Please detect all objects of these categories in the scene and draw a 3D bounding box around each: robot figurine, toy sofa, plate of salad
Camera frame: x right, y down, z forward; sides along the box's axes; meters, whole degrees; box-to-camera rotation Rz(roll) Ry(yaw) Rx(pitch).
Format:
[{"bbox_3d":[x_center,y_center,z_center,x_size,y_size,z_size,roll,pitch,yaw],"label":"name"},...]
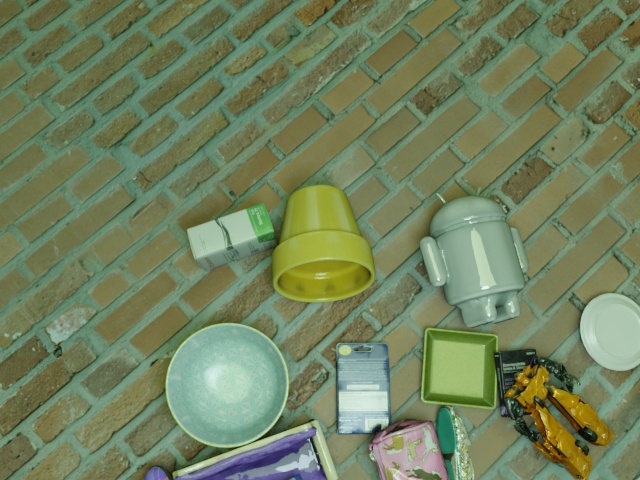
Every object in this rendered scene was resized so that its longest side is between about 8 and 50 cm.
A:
[{"bbox_3d":[0.566,0.426,1.560,0.291,0.085,0.211,46,67,-2],"label":"robot figurine"},{"bbox_3d":[0.392,0.037,1.630,0.300,0.200,0.353,-5,75,-25],"label":"robot figurine"},{"bbox_3d":[-0.152,0.553,1.516,0.363,0.177,0.150,-19,78,-5],"label":"toy sofa"},{"bbox_3d":[0.758,0.236,1.663,0.200,0.048,0.199,2,77,-10],"label":"plate of salad"}]

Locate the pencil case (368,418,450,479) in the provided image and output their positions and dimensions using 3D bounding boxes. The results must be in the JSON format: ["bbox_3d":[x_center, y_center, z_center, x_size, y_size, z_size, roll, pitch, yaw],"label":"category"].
[{"bbox_3d":[0.229,0.617,1.495,0.167,0.160,0.385,-17,83,17],"label":"pencil case"}]

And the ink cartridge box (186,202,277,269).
[{"bbox_3d":[-0.226,-0.007,1.664,0.209,0.153,0.086,-19,76,-6],"label":"ink cartridge box"}]

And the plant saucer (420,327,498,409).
[{"bbox_3d":[0.351,0.326,1.640,0.188,0.045,0.188,6,76,1],"label":"plant saucer"}]

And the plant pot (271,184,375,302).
[{"bbox_3d":[0.000,0.000,1.628,0.254,0.254,0.238,-5,62,-1],"label":"plant pot"}]

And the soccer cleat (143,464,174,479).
[{"bbox_3d":[-0.390,0.688,1.480,0.109,0.116,0.317,-9,81,38],"label":"soccer cleat"}]

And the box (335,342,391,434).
[{"bbox_3d":[0.108,0.374,1.631,0.137,0.036,0.225,0,78,-1],"label":"box"}]

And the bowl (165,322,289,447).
[{"bbox_3d":[-0.218,0.351,1.575,0.290,0.156,0.289,0,77,0],"label":"bowl"}]

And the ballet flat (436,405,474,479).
[{"bbox_3d":[0.336,0.527,1.583,0.077,0.091,0.240,3,79,-31],"label":"ballet flat"}]

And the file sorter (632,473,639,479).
[{"bbox_3d":[0.846,0.641,1.500,0.278,0.173,0.192,-35,80,-9],"label":"file sorter"}]

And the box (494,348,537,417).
[{"bbox_3d":[0.498,0.356,1.616,0.116,0.029,0.162,-1,78,-22],"label":"box"}]

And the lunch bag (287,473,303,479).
[{"bbox_3d":[-0.093,0.777,1.397,0.328,0.239,0.385,-22,113,-13],"label":"lunch bag"}]
